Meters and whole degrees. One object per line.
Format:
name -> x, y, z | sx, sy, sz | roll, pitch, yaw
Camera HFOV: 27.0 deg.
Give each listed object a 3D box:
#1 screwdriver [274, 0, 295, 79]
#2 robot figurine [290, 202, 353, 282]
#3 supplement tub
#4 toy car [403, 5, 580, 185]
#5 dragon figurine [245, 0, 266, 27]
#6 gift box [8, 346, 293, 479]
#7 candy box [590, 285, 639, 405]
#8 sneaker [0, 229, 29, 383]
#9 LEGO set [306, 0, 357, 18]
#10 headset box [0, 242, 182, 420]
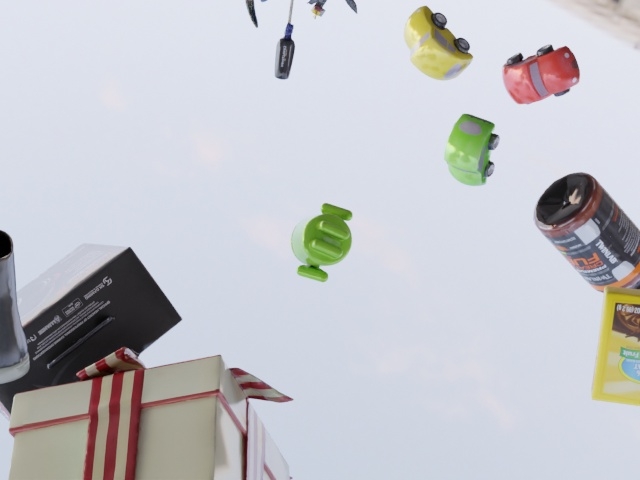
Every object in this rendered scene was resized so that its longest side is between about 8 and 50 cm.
screwdriver -> -0.034, -0.281, 1.643 | 0.025, 0.170, 0.024 | 26, -156, 33
robot figurine -> 0.000, 0.000, 1.704 | 0.067, 0.101, 0.115 | 21, 172, -14
supplement tub -> 0.388, 0.003, 1.839 | 0.198, 0.106, 0.106 | 43, -160, -28
toy car -> 0.193, -0.160, 1.661 | 0.239, 0.225, 0.053 | 22, -143, 25
dragon figurine -> -0.060, -0.310, 1.386 | 0.085, 0.289, 0.144 | 37, -132, -5
gift box -> -0.147, 0.271, 1.330 | 0.276, 0.255, 0.258 | -9, -130, 7
candy box -> 0.349, 0.104, 1.177 | 0.205, 0.105, 0.027 | 6, -162, 9
sneaker -> -0.322, 0.032, 1.160 | 0.083, 0.118, 0.222 | -14, -155, -43
LEGO set -> 0.009, -0.494, 1.851 | 0.331, 0.255, 0.192 | 49, -173, -32
headset box -> -0.300, 0.109, 1.546 | 0.218, 0.110, 0.293 | -38, -166, -16
